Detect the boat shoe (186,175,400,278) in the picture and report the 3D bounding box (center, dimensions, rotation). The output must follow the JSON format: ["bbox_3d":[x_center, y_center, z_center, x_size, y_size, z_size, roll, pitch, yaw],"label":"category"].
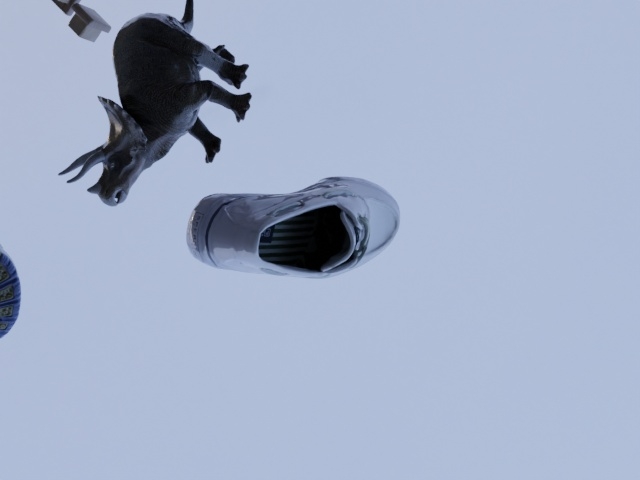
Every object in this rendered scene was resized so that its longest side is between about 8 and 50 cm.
[{"bbox_3d":[0.000,0.000,1.076,0.075,0.226,0.083,18,-71,39],"label":"boat shoe"}]

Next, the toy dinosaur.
[{"bbox_3d":[-0.166,-0.183,1.512,0.121,0.160,0.314,-40,-142,51],"label":"toy dinosaur"}]

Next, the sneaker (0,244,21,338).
[{"bbox_3d":[-0.483,0.001,1.904,0.111,0.296,0.131,-13,-147,-14],"label":"sneaker"}]

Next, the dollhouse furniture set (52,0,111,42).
[{"bbox_3d":[-0.455,-0.471,1.931,0.355,0.303,0.174,45,-73,27],"label":"dollhouse furniture set"}]
